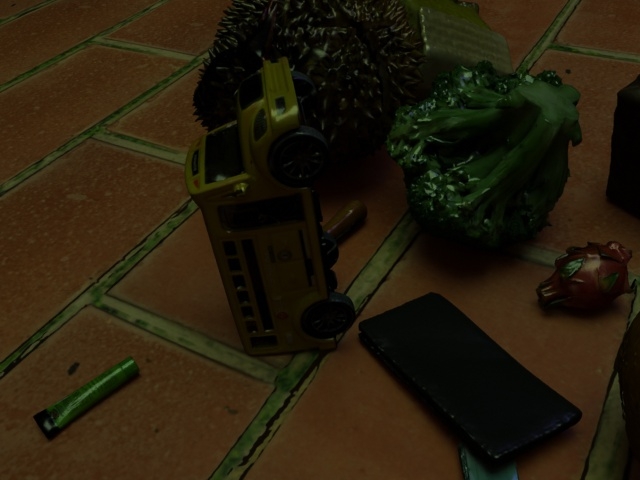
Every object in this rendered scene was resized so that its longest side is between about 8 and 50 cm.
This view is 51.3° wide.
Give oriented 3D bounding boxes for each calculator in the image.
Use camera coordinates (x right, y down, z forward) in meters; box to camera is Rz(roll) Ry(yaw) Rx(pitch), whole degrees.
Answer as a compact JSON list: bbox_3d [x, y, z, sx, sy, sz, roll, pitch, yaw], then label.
[{"bbox_3d":[0.164,0.257,0.615,0.057,0.018,0.172,-3,39,3],"label":"calculator"}]

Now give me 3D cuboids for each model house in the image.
[{"bbox_3d":[0.215,-0.326,1.159,0.193,0.175,0.234,10,29,-24],"label":"model house"}]

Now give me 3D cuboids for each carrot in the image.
[{"bbox_3d":[0.000,0.000,0.935,0.037,0.037,0.190,27,50,33],"label":"carrot"}]

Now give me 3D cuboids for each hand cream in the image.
[{"bbox_3d":[-0.265,0.176,0.761,0.122,0.023,0.036,-34,59,-28],"label":"hand cream"}]

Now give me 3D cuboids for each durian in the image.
[{"bbox_3d":[-0.020,-0.263,1.024,0.384,0.348,0.347,12,42,31],"label":"durian"}]

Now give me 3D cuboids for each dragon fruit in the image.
[{"bbox_3d":[0.319,0.046,0.809,0.116,0.086,0.081,-21,79,-7],"label":"dragon fruit"}]

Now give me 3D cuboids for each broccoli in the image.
[{"bbox_3d":[0.226,-0.119,0.879,0.265,0.245,0.295,31,50,-9],"label":"broccoli"}]

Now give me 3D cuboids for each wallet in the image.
[{"bbox_3d":[0.155,0.143,0.739,0.124,0.025,0.244,-20,35,-23],"label":"wallet"}]

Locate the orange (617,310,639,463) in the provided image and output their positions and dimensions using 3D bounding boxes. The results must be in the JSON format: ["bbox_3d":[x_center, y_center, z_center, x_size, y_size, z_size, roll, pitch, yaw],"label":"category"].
[{"bbox_3d":[0.393,0.128,0.552,0.274,0.274,0.274,-3,39,3],"label":"orange"}]

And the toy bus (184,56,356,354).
[{"bbox_3d":[-0.055,-0.024,0.740,0.151,0.331,0.145,-10,39,0],"label":"toy bus"}]

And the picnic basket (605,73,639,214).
[{"bbox_3d":[0.576,-0.149,0.874,0.321,0.254,0.291,-34,47,-11],"label":"picnic basket"}]
